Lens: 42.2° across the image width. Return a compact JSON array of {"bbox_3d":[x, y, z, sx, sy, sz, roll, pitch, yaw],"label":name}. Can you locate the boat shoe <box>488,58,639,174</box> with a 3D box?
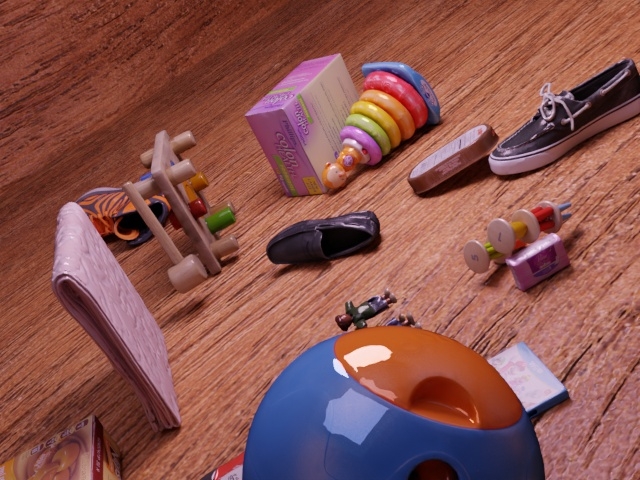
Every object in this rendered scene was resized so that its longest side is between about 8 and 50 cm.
[{"bbox_3d":[0.430,-0.223,1.473,0.306,0.105,0.113,-25,26,5],"label":"boat shoe"}]

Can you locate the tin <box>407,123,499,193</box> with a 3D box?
[{"bbox_3d":[0.245,-0.154,1.555,0.189,0.040,0.106,-32,19,22],"label":"tin"}]

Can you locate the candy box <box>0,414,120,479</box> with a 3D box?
[{"bbox_3d":[-0.444,0.403,1.192,0.316,0.088,0.183,-28,26,-2],"label":"candy box"}]

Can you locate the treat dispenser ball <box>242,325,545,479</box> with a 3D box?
[{"bbox_3d":[0.068,0.226,0.799,0.288,0.288,0.288,-22,27,12],"label":"treat dispenser ball"}]

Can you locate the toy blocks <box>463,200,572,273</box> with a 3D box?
[{"bbox_3d":[0.302,-0.011,1.246,0.148,0.054,0.123,-19,-17,-31],"label":"toy blocks"}]

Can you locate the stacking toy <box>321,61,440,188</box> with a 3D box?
[{"bbox_3d":[0.102,-0.227,1.773,0.302,0.175,0.165,-50,34,-18],"label":"stacking toy"}]

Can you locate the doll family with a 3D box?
[{"bbox_3d":[0.085,0.150,1.166,0.111,0.076,0.193,-27,29,-9],"label":"doll family"}]

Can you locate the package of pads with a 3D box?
[{"bbox_3d":[0.311,0.030,1.190,0.083,0.050,0.032,-30,26,-3],"label":"package of pads"}]

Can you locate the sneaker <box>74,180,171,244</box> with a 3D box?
[{"bbox_3d":[-0.513,-0.054,2.043,0.321,0.125,0.180,-21,26,13],"label":"sneaker"}]

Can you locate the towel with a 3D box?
[{"bbox_3d":[-0.337,0.117,1.352,0.053,0.317,0.332,-29,25,-4],"label":"towel"}]

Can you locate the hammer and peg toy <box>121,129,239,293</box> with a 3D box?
[{"bbox_3d":[-0.269,-0.067,1.675,0.127,0.266,0.361,-26,25,4],"label":"hammer and peg toy"}]

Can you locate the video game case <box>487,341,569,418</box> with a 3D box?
[{"bbox_3d":[0.207,0.197,1.029,0.166,0.015,0.119,-28,26,-2],"label":"video game case"}]

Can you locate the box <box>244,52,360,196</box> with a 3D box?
[{"bbox_3d":[-0.016,-0.254,1.830,0.117,0.214,0.243,-3,36,40],"label":"box"}]

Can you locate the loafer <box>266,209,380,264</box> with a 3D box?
[{"bbox_3d":[0.000,0.000,1.511,0.223,0.076,0.078,-15,21,16],"label":"loafer"}]

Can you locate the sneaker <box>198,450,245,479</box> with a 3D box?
[{"bbox_3d":[-0.031,0.281,1.022,0.270,0.090,0.145,-40,29,-16],"label":"sneaker"}]
